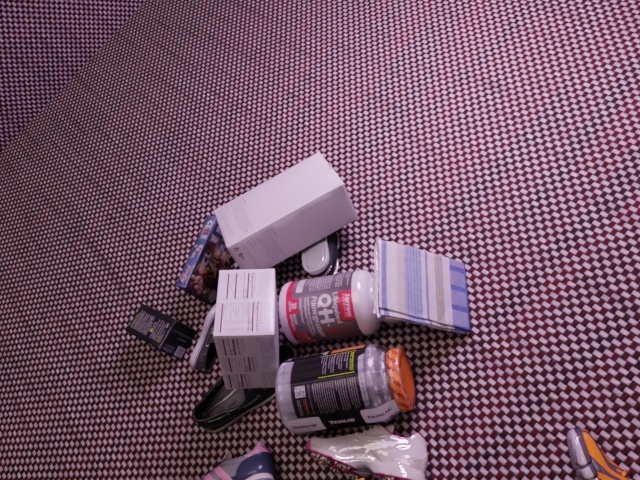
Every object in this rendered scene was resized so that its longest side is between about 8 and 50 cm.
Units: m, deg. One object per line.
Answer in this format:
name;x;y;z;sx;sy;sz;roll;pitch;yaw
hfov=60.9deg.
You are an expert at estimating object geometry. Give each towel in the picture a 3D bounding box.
towel;0.256;0.120;1.376;0.034;0.285;0.209;-39;43;54

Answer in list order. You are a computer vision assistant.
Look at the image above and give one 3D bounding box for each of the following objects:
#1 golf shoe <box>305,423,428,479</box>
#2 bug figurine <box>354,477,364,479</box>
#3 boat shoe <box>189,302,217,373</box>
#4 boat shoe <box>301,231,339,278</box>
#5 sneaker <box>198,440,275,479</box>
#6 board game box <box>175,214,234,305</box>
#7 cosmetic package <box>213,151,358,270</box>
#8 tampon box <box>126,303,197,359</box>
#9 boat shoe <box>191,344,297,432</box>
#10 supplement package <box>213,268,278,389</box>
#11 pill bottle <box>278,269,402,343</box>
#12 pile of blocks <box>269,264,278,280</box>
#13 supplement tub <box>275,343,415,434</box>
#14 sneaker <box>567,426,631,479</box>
golf shoe;0.115;0.509;1.323;0.306;0.115;0.140;6;54;24
bug figurine;0.092;0.694;1.239;0.216;0.072;0.279;-22;67;23
boat shoe;-0.316;0.292;1.628;0.076;0.080;0.228;26;91;23
boat shoe;0.000;0.000;1.637;0.114;0.091;0.302;-13;46;23
sneaker;-0.261;0.638;1.437;0.319;0.112;0.131;-23;40;10
board game box;-0.346;0.065;1.721;0.042;0.165;0.243;11;71;29
cosmetic package;-0.102;-0.076;1.577;0.366;0.155;0.197;-27;42;-1
tampon box;-0.497;0.284;1.705;0.161;0.120;0.101;18;73;32
boat shoe;-0.219;0.403;1.517;0.340;0.113;0.127;-35;54;5
supplement package;-0.183;0.231;1.411;0.145;0.262;0.204;-1;48;-3
pill bottle;0.062;0.175;1.465;0.319;0.176;0.176;-11;61;20
pile of blocks;-0.209;0.116;1.662;0.149;0.112;0.362;0;65;25
supplement tub;0.064;0.366;1.355;0.316;0.193;0.193;-14;60;19
sneaker;0.631;0.512;1.073;0.180;0.124;0.321;-23;68;8
